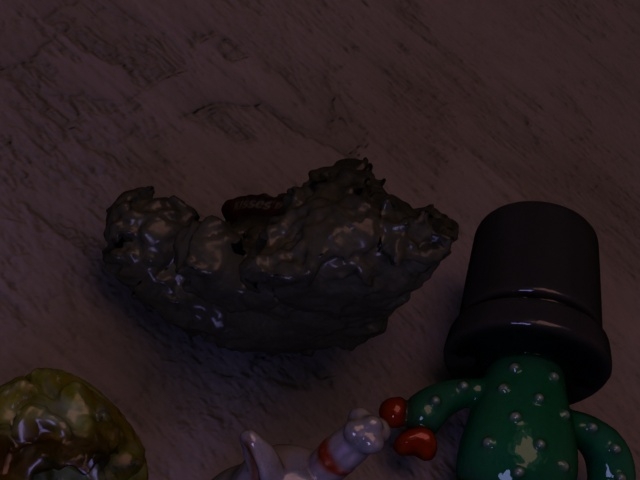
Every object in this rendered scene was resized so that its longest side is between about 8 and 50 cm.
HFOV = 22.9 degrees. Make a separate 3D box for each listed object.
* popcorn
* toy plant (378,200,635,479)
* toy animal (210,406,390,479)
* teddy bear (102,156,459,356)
[{"bbox_3d":[-0.251,0.210,1.397,0.198,0.212,0.198,-1,77,5],"label":"popcorn"},{"bbox_3d":[0.232,0.159,1.737,0.279,0.185,0.400,35,47,-28],"label":"toy plant"},{"bbox_3d":[-0.039,0.255,1.435,0.141,0.282,0.138,1,66,-26],"label":"toy animal"},{"bbox_3d":[0.000,0.000,1.615,0.357,0.367,0.224,-8,80,-32],"label":"teddy bear"}]
